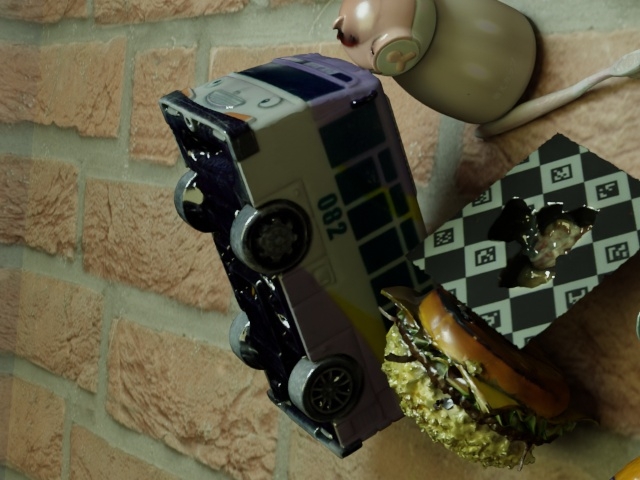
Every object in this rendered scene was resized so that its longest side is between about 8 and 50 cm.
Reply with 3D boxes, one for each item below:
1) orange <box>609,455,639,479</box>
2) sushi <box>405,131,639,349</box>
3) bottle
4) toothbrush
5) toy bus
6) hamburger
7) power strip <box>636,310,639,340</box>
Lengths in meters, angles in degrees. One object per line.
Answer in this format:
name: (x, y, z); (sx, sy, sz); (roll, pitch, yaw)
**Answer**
orange: (0.341, 0.277, 1.258); (0.177, 0.155, 0.177); (-36, 25, 20)
sushi: (0.244, 0.008, 1.463); (0.231, 0.047, 0.219); (-39, 39, -8)
bottle: (0.120, -0.232, 1.560); (0.147, 0.236, 0.147); (-24, 59, 47)
toothbrush: (0.272, -0.160, 1.533); (0.307, 0.029, 0.025); (-21, 58, 57)
toy bus: (0.000, 0.000, 1.594); (0.209, 0.249, 0.440); (30, 144, 57)
hamburger: (0.162, 0.153, 1.473); (0.138, 0.262, 0.243); (-52, 46, 13)
power strip: (0.399, 0.100, 1.210); (0.216, 0.137, 0.044); (18, 96, 51)
